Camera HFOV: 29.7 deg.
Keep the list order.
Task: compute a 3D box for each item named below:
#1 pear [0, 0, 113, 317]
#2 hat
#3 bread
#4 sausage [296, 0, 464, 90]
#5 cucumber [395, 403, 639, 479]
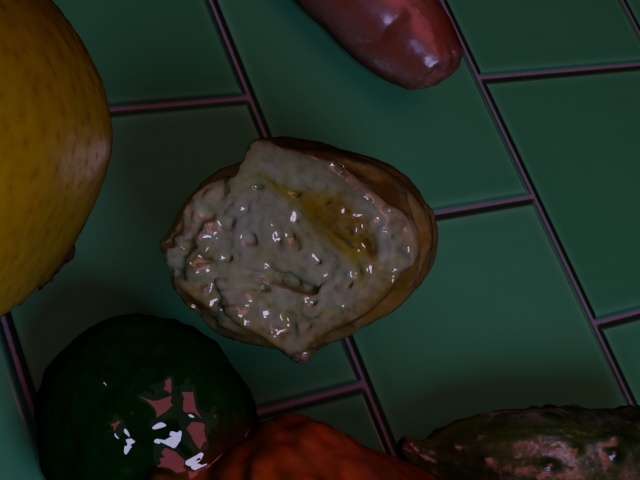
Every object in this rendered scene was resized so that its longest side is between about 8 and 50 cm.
[{"bbox_3d":[-0.292,-0.106,0.627,0.387,0.191,0.340,-7,42,-44],"label":"pear"},{"bbox_3d":[-0.001,0.218,0.707,0.400,0.285,0.285,31,44,28],"label":"hat"},{"bbox_3d":[0.000,0.000,0.789,0.152,0.268,0.129,8,95,9],"label":"bread"},{"bbox_3d":[-0.038,-0.287,1.022,0.094,0.094,0.419,-41,89,-25],"label":"sausage"},{"bbox_3d":[0.162,0.170,0.861,0.245,0.134,0.134,13,58,-20],"label":"cucumber"}]
